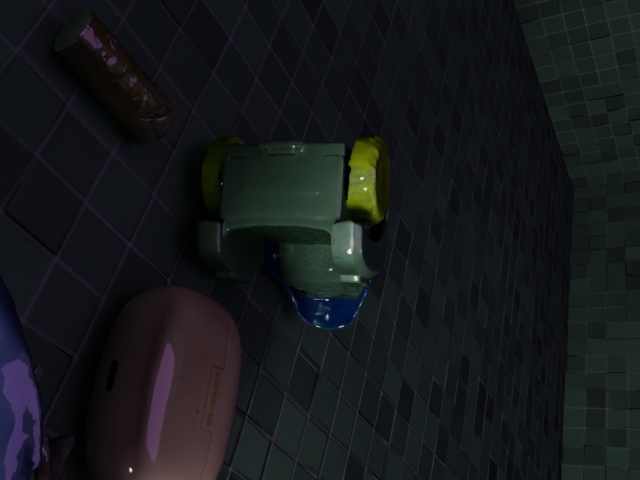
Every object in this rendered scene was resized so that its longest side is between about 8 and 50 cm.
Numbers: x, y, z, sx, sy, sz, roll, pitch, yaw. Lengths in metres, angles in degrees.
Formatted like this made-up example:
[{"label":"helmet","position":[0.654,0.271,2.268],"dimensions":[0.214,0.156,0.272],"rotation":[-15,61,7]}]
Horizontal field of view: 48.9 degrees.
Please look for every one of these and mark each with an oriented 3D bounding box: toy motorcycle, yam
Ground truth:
[{"label":"toy motorcycle","position":[0.000,0.000,0.838],"dimensions":[0.326,0.191,0.199],"rotation":[36,57,-70]},{"label":"yam","position":[-0.185,-0.145,0.648],"dimensions":[0.132,0.054,0.054],"rotation":[53,42,-42]}]

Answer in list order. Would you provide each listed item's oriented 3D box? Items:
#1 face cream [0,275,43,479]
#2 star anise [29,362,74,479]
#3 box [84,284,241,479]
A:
[{"label":"face cream","position":[-0.277,0.078,0.274],"dimensions":[0.249,0.225,0.249],"rotation":[15,73,-57]},{"label":"star anise","position":[-0.217,0.207,0.438],"dimensions":[0.236,0.109,0.223],"rotation":[-104,-163,-46]},{"label":"box","position":[-0.138,0.140,0.639],"dimensions":[0.146,0.088,0.200],"rotation":[39,53,-52]}]
